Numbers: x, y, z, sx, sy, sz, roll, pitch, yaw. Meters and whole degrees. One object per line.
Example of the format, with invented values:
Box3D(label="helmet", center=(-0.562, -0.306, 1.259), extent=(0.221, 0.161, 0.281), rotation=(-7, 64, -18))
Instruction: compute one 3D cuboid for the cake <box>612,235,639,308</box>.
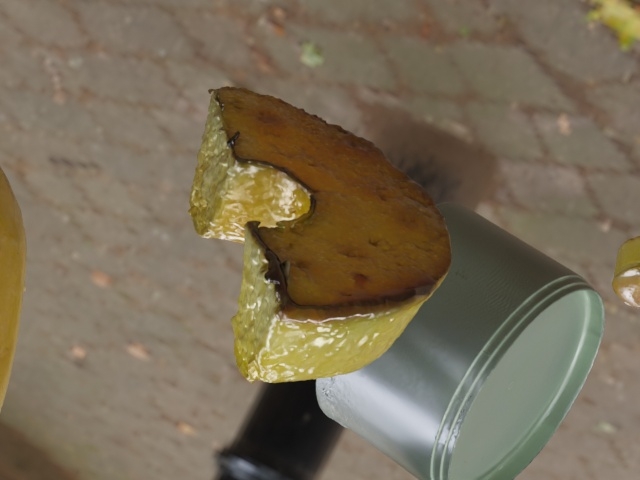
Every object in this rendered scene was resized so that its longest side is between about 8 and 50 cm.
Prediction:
Box3D(label="cake", center=(0.277, 0.028, 1.423), extent=(0.084, 0.044, 0.084), rotation=(5, 153, 2))

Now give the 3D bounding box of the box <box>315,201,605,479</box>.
Box3D(label="box", center=(0.124, 0.100, 1.550), extent=(0.149, 0.226, 0.226), rotation=(33, 165, 28))

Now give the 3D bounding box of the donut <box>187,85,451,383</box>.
Box3D(label="donut", center=(0.005, 0.003, 1.176), extent=(0.152, 0.101, 0.259), rotation=(9, -150, -19))

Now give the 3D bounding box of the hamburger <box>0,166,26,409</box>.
Box3D(label="hamburger", center=(-0.358, 0.026, 1.198), extent=(0.304, 0.284, 0.174), rotation=(14, 163, -23))
